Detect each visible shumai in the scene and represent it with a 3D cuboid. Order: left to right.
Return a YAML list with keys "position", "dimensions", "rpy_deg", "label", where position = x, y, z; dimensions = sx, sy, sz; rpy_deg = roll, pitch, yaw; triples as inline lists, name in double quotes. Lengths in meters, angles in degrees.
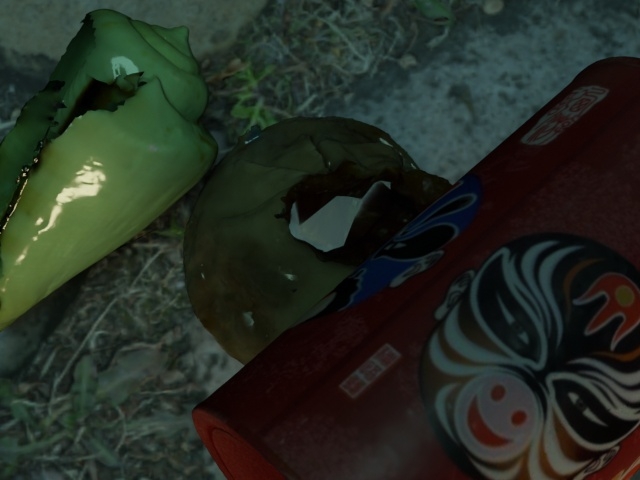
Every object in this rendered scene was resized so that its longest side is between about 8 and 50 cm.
- position: [0.000, 0.000, 0.877]
  dimensions: [0.201, 0.120, 0.201]
  rpy_deg: [0, 78, 2]
  label: "shumai"

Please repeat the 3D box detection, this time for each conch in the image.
- position: [-0.172, -0.048, 0.884]
  dimensions: [0.250, 0.143, 0.137]
  rpy_deg: [-45, 120, -10]
  label: "conch"

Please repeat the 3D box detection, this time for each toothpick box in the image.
- position: [0.113, 0.067, 0.767]
  dimensions: [0.333, 0.204, 0.204]
  rpy_deg: [-40, 78, -18]
  label: "toothpick box"
